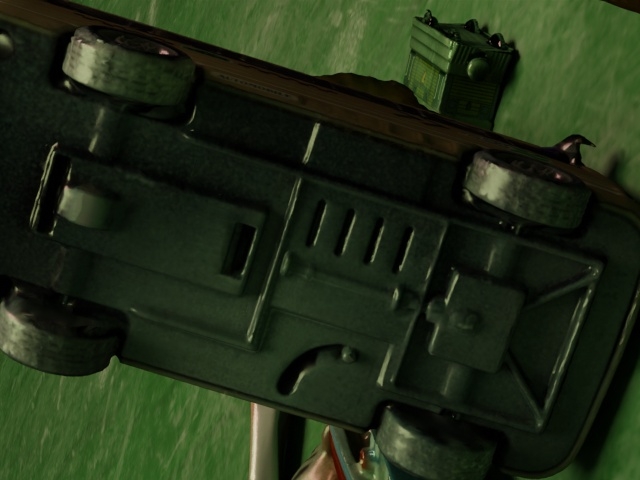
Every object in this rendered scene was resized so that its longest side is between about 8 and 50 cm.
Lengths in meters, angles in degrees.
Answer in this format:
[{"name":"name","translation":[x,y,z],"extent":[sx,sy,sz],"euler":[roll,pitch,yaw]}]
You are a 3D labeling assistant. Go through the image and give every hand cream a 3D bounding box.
[{"name":"hand cream","translation":[-0.033,0.132,1.063],"extent":[0.038,0.052,0.216],"euler":[-9,62,27]}]

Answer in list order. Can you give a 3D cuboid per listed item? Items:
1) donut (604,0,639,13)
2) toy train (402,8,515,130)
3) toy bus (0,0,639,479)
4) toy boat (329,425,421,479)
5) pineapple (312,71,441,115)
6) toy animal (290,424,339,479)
[{"name":"donut","translation":[0.148,-0.185,0.580],"extent":[0.226,0.113,0.227],"euler":[-168,90,-74]},{"name":"toy train","translation":[0.074,-0.093,0.889],"extent":[0.093,0.038,0.056],"euler":[-125,45,-68]},{"name":"toy bus","translation":[-0.017,-0.007,0.690],"extent":[0.157,0.289,0.139],"euler":[-91,16,-75]},{"name":"toy boat","translation":[0.040,0.092,0.783],"extent":[0.173,0.069,0.059],"euler":[-105,18,-58]},{"name":"pineapple","translation":[0.010,-0.016,0.853],"extent":[0.236,0.186,0.115],"euler":[37,-126,-60]},{"name":"toy animal","translation":[-0.035,0.235,0.877],"extent":[0.170,0.089,0.255],"euler":[-36,45,50]}]
